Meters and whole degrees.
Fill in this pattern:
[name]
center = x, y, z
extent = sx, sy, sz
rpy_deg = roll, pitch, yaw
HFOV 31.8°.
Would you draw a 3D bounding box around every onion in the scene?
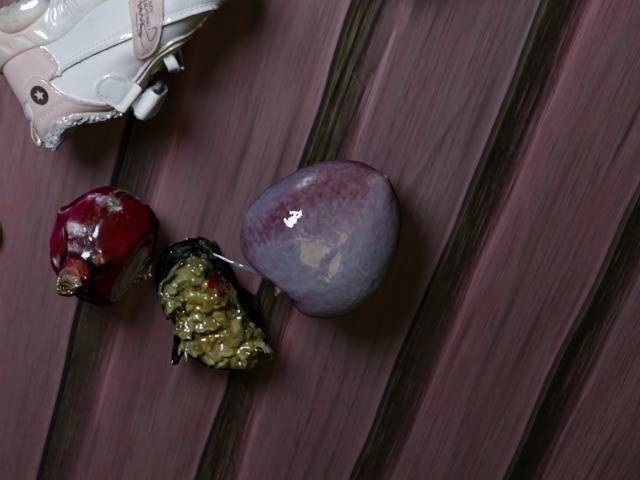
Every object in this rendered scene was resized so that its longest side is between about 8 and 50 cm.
[onion]
center = -0.322, 0.012, 1.550
extent = 0.135, 0.198, 0.173
rpy_deg = 29, 118, 14

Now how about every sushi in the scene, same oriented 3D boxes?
[sushi]
center = -0.174, 0.105, 1.647
extent = 0.147, 0.115, 0.212
rpy_deg = -24, 117, 6

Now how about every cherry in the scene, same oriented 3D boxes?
[cherry]
center = 0.000, 0.000, 1.570
extent = 0.266, 0.183, 0.213
rpy_deg = -39, 118, 17

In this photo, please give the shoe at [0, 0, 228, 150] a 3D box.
[shoe]
center = -0.249, -0.250, 1.424
extent = 0.351, 0.172, 0.198
rpy_deg = -16, 108, 16
